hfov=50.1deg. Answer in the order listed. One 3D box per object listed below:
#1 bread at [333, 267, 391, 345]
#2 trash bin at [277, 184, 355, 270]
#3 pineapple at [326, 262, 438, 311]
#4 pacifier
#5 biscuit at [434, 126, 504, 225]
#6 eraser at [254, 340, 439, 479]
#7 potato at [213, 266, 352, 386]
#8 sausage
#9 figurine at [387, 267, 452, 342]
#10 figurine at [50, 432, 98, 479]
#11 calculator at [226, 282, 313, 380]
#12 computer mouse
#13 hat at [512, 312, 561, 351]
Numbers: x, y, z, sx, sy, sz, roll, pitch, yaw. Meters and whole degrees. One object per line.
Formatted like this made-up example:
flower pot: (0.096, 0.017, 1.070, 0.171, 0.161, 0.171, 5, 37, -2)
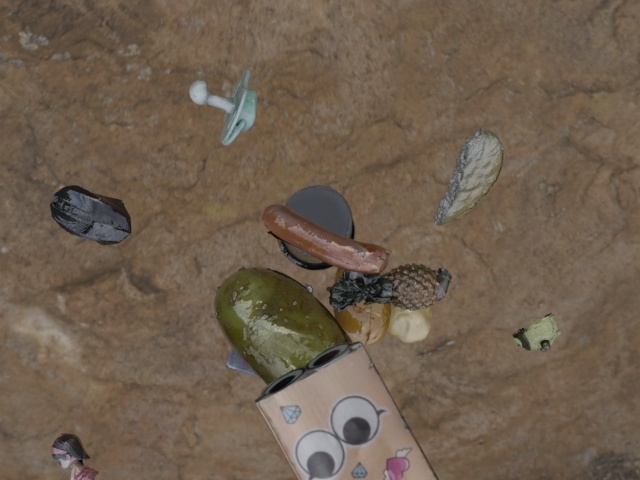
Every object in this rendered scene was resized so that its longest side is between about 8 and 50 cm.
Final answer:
bread: (0.080, 0.107, 1.310, 0.114, 0.189, 0.077, 1, 157, -9)
trash bin: (-0.014, -0.031, 1.804, 0.214, 0.334, 0.214, 0, 82, 1)
pineapple: (0.089, 0.071, 0.995, 0.159, 0.074, 0.074, -2, 121, -15)
pacifier: (-0.168, -0.230, 1.160, 0.117, 0.150, 0.127, 18, 135, -18)
biscuit: (0.370, -0.150, 1.636, 0.141, 0.038, 0.290, -10, 138, -23)
eraser: (0.051, 0.303, 0.965, 0.171, 0.087, 0.290, -29, 94, -3)
potato: (-0.067, 0.162, 1.216, 0.173, 0.307, 0.210, -43, 146, -13)
sausage: (0.000, -0.001, 0.822, 0.177, 0.047, 0.040, 24, 122, 32)
figurine: (0.223, 0.140, 1.543, 0.108, 0.114, 0.196, 43, 68, -15)
figurine: (-0.452, 0.415, 1.280, 0.054, 0.072, 0.129, -38, 88, -7)
calculator: (-0.125, 0.213, 1.684, 0.161, 0.021, 0.261, 18, 92, 4)
computer mouse: (-0.448, -0.048, 1.325, 0.172, 0.057, 0.099, 23, 97, 1)
hat: (0.396, 0.172, 1.239, 0.076, 0.059, 0.077, -29, 162, -15)
